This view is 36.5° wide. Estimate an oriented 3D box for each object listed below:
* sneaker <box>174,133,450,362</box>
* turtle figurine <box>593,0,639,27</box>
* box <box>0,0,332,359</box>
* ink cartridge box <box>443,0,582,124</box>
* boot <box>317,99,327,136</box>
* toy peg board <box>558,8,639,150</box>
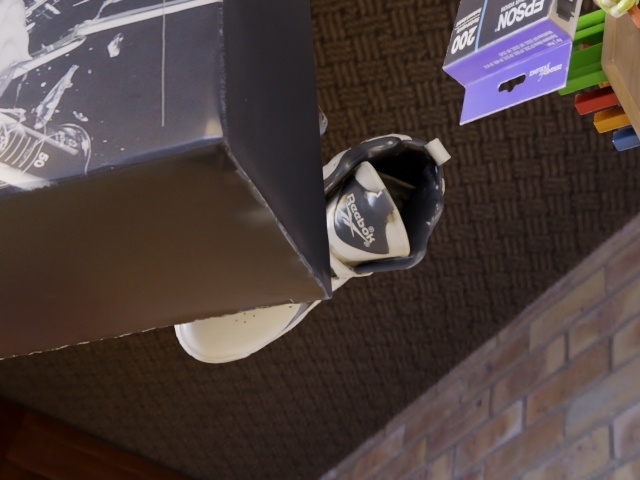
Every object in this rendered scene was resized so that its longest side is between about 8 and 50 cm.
[{"bbox_3d":[0.000,0.000,0.680,0.094,0.235,0.153,59,167,-1],"label":"sneaker"},{"bbox_3d":[0.231,-0.292,0.870,0.217,0.270,0.087,23,147,-14],"label":"turtle figurine"},{"bbox_3d":[-0.173,-0.119,0.616,0.312,0.343,0.179,-12,149,12],"label":"box"},{"bbox_3d":[0.206,-0.243,1.035,0.045,0.208,0.206,17,169,-20],"label":"ink cartridge box"},{"bbox_3d":[-0.027,-0.166,0.965,0.037,0.114,0.106,-15,153,-6],"label":"boot"},{"bbox_3d":[0.343,-0.191,1.149,0.079,0.161,0.161,-14,131,34],"label":"toy peg board"}]
